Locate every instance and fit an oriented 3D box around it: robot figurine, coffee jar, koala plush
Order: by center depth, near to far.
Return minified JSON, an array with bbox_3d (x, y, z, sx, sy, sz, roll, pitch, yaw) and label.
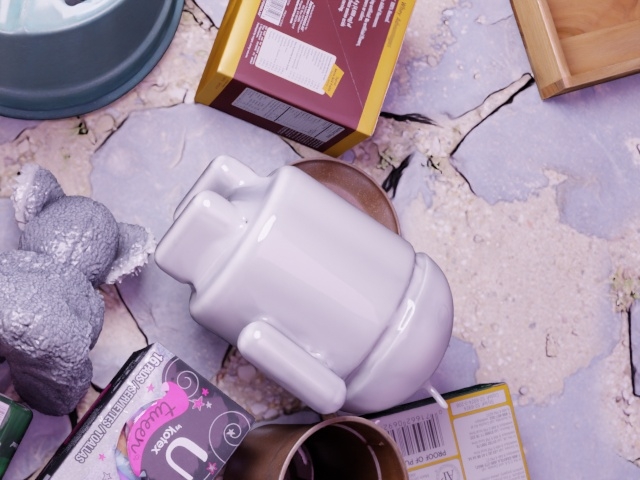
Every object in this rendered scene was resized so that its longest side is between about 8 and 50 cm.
[{"bbox_3d":[-0.375,0.245,1.252,0.079,0.096,0.184,28,75,-10],"label":"coffee jar"},{"bbox_3d":[-0.283,0.041,1.275,0.196,0.203,0.221,33,62,-12],"label":"koala plush"},{"bbox_3d":[-0.001,0.055,1.309,0.353,0.200,0.300,34,40,-10],"label":"robot figurine"}]

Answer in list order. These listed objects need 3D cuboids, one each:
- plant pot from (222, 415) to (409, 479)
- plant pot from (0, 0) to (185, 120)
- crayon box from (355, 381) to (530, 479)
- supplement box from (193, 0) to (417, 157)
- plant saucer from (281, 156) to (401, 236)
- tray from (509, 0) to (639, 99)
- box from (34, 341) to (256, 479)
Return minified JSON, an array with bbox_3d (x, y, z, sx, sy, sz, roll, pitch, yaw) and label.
[{"bbox_3d":[-0.017,0.270,1.318,0.167,0.165,0.167,1,87,-32],"label":"plant pot"},{"bbox_3d":[-0.289,-0.307,1.204,0.341,0.334,0.341,0,90,-12],"label":"plant pot"},{"bbox_3d":[0.154,0.348,1.419,0.203,0.083,0.323,-12,85,-19],"label":"crayon box"},{"bbox_3d":[-0.018,-0.229,1.418,0.194,0.129,0.191,22,76,-14],"label":"supplement box"},{"bbox_3d":[0.000,0.000,1.442,0.198,0.036,0.199,3,81,-17],"label":"plant saucer"},{"bbox_3d":[0.454,-0.339,1.620,0.411,0.076,0.203,-17,87,-20],"label":"tray"},{"bbox_3d":[-0.205,0.250,1.271,0.142,0.163,0.247,38,73,-8],"label":"box"}]
